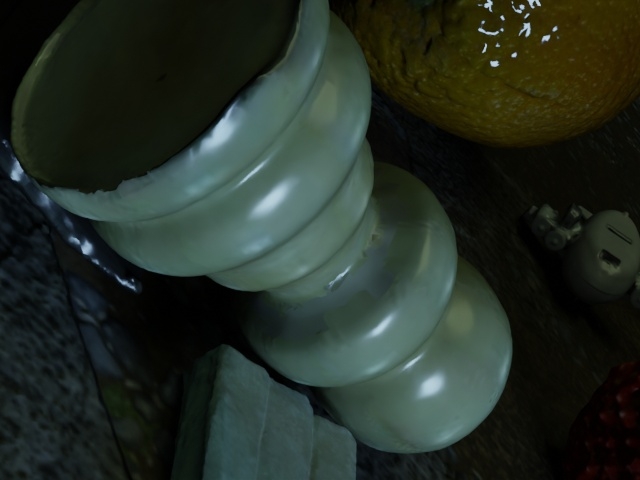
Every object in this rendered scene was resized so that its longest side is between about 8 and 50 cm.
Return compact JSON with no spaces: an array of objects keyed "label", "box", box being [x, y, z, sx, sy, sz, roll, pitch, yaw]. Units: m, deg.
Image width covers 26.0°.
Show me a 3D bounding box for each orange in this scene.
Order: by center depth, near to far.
[{"label":"orange","box":[0.169,-0.240,1.245,0.322,0.322,0.357,56,32,5]}]

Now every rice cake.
[{"label":"rice cake","box":[-0.030,0.150,0.687,0.124,0.038,0.211,40,27,-28]}]

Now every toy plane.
[{"label":"toy plane","box":[0.276,0.017,1.372,0.174,0.080,0.174,27,25,-14]}]

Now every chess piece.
[{"label":"chess piece","box":[0.000,0.000,0.770,0.330,0.182,0.182,49,21,-39]}]

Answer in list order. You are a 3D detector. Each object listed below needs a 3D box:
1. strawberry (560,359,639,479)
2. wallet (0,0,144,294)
[{"label":"strawberry","box":[0.320,0.235,1.000,0.351,0.267,0.312,35,-19,36]},{"label":"wallet","box":[-0.187,-0.143,0.793,0.323,0.041,0.247,48,25,-20]}]
